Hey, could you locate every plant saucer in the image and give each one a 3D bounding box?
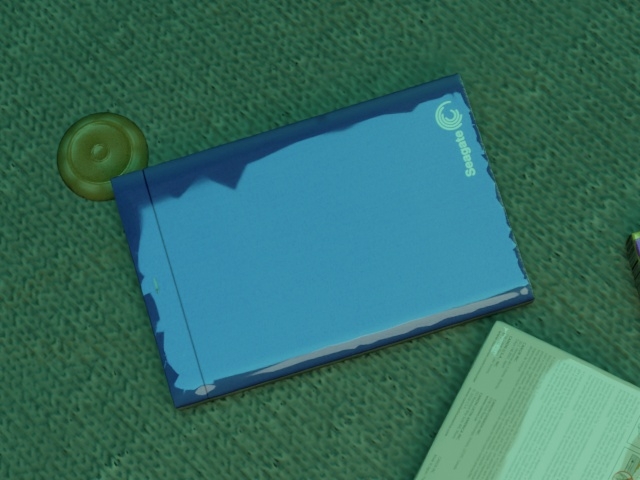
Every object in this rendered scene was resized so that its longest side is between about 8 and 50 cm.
[{"bbox_3d":[-0.196,-0.077,1.425,0.083,0.015,0.083,-1,77,3],"label":"plant saucer"}]

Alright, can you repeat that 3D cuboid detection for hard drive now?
[{"bbox_3d":[0.000,0.000,1.379,0.319,0.040,0.210,-17,79,-1],"label":"hard drive"}]

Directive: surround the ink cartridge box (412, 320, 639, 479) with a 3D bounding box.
[{"bbox_3d":[0.203,0.194,1.307,0.225,0.056,0.181,26,79,15],"label":"ink cartridge box"}]

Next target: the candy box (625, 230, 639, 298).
[{"bbox_3d":[0.335,0.073,1.341,0.109,0.053,0.186,-13,78,1],"label":"candy box"}]
